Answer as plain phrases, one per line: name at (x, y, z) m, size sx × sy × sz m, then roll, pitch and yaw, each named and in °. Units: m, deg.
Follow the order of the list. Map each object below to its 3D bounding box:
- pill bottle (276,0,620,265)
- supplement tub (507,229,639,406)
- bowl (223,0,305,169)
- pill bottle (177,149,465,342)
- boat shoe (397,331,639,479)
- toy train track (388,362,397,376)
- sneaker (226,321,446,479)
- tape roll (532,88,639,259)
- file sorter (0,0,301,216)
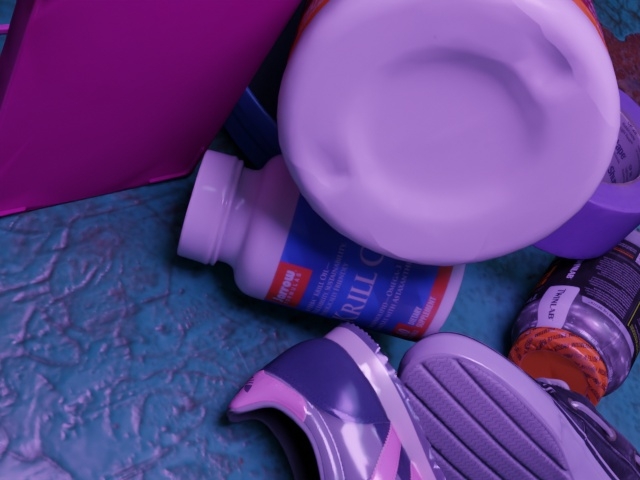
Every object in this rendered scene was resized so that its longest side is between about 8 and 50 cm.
pill bottle at (0.100, -0.184, 0.713) m, size 0.224 × 0.224 × 0.392 m, roll 29°, pitch 36°, yaw -15°
supplement tub at (0.263, 0.076, 0.871) m, size 0.117 × 0.117 × 0.190 m, roll 46°, pitch 48°, yaw 0°
bowl at (0.051, -0.178, 0.915) m, size 0.391 × 0.077 × 0.391 m, roll 16°, pitch 55°, yaw -24°
pill bottle at (0.000, 0.000, 0.732) m, size 0.221 × 0.124 × 0.124 m, roll 15°, pitch 54°, yaw -6°
boat shoe at (0.186, 0.179, 0.767) m, size 0.335 × 0.121 × 0.119 m, roll 46°, pitch 34°, yaw -22°
toy train track at (0.074, 0.137, 0.783) m, size 0.048 × 0.014 × 0.083 m, roll -31°, pitch 77°, yaw -34°
sneaker at (0.041, 0.225, 0.660) m, size 0.131 × 0.112 × 0.319 m, roll -22°, pitch 70°, yaw -24°
tape roll at (0.238, -0.081, 0.854) m, size 0.189 × 0.080 × 0.189 m, roll 14°, pitch 50°, yaw -17°
file sorter at (-0.167, -0.180, 0.638) m, size 0.202 × 0.290 × 0.182 m, roll -18°, pitch 71°, yaw -39°
